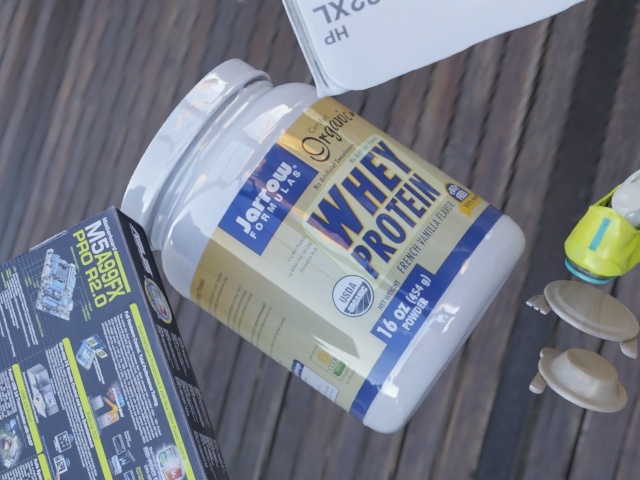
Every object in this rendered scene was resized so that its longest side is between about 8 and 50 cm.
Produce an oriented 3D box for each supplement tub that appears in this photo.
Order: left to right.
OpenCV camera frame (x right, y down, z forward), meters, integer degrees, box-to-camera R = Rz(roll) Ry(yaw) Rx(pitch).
[{"bbox_3d":[0.000,0.000,1.273,0.316,0.228,0.228,34,106,8],"label":"supplement tub"}]

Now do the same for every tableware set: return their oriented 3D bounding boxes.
[{"bbox_3d":[0.199,0.080,0.846,0.141,0.168,0.020,-52,-14,-64],"label":"tableware set"}]

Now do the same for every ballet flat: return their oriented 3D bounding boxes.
[{"bbox_3d":[0.288,-0.024,1.281,0.077,0.231,0.077,26,115,21],"label":"ballet flat"}]

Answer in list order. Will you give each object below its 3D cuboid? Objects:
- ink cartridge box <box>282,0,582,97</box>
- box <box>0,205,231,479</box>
[{"bbox_3d":[0.077,-0.197,0.778,0.223,0.129,0.307,-22,14,4],"label":"ink cartridge box"},{"bbox_3d":[-0.212,0.137,1.164,0.216,0.060,0.270,-27,64,9],"label":"box"}]
